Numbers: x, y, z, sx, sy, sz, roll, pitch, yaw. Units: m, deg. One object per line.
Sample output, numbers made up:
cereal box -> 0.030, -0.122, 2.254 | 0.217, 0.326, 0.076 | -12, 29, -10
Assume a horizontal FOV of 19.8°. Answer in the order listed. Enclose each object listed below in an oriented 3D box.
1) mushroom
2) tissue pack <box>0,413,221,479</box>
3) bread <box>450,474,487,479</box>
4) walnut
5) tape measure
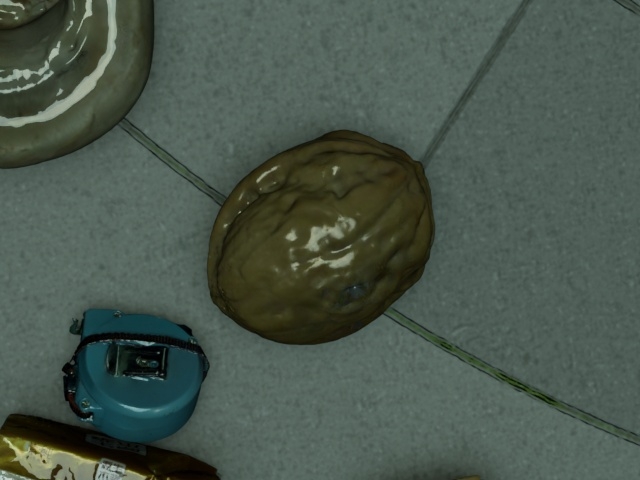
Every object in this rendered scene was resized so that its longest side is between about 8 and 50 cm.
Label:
mushroom -> -0.295, -0.214, 1.703 | 0.297, 0.290, 0.297 | 0, 92, -4
tissue pack -> -0.209, 0.240, 1.785 | 0.226, 0.183, 0.092 | 14, 90, -6
bread -> 0.137, 0.378, 1.812 | 0.156, 0.204, 0.288 | -5, 89, 0
walnut -> 0.000, 0.000, 1.788 | 0.245, 0.198, 0.198 | -31, 95, 5
tape measure -> -0.183, 0.136, 1.817 | 0.146, 0.081, 0.125 | 6, 49, -9
